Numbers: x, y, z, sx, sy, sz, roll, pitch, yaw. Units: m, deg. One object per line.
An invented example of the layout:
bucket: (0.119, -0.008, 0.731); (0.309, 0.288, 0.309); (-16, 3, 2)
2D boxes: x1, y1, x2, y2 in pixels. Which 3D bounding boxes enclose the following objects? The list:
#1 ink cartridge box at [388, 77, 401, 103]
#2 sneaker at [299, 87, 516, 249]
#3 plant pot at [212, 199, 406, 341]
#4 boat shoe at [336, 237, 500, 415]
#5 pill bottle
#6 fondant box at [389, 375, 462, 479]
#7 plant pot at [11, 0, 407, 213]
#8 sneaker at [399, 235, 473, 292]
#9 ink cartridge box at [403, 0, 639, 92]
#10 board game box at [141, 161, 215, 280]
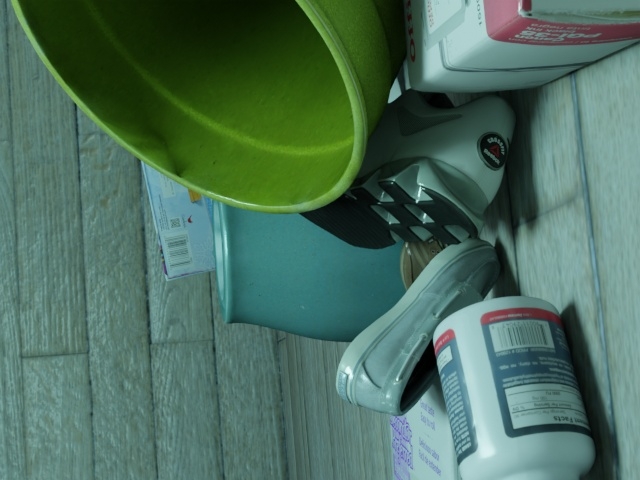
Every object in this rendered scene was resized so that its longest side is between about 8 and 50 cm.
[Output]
ink cartridge box: (-0.028, -0.293, 1.320); (0.119, 0.207, 0.354); (-41, -65, -86)
sneaker: (0.071, -0.078, 1.077); (0.330, 0.122, 0.146); (4, 58, 54)
plant pot: (0.000, 0.000, 1.315); (0.271, 0.255, 0.272); (176, 90, -82)
boat shoe: (0.110, 0.082, 0.986); (0.081, 0.227, 0.079); (23, 138, 33)
pill bottle: (0.156, 0.146, 0.860); (0.108, 0.107, 0.180); (102, 162, -59)
fondant box: (0.140, 0.284, 1.059); (0.238, 0.096, 0.331); (-161, 69, -80)
plant pot: (-0.037, -0.277, 1.018); (0.353, 0.366, 0.366); (-55, -12, -30)
sneaker: (0.125, 0.009, 1.134); (0.071, 0.066, 0.188); (-108, 17, -55)
ink cartridge box: (0.142, -0.226, 0.771); (0.283, 0.117, 0.207); (171, 95, -81)
board game box: (-0.085, -0.132, 1.468); (0.066, 0.317, 0.319); (-126, 26, -70)
